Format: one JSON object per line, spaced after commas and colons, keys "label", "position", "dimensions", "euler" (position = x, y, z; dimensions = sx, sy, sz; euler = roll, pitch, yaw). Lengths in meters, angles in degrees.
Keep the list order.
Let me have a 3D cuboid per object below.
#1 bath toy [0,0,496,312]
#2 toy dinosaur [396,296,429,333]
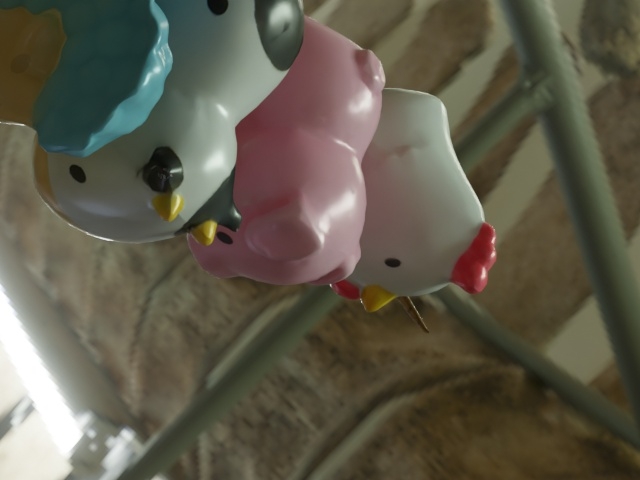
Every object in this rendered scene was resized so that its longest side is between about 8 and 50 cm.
{"label": "bath toy", "position": [-0.021, -0.041, 0.743], "dimensions": [0.151, 0.348, 0.129], "euler": [-49, -122, 8]}
{"label": "toy dinosaur", "position": [0.000, 0.000, 1.364], "dimensions": [0.064, 0.211, 0.112], "euler": [151, -46, -81]}
